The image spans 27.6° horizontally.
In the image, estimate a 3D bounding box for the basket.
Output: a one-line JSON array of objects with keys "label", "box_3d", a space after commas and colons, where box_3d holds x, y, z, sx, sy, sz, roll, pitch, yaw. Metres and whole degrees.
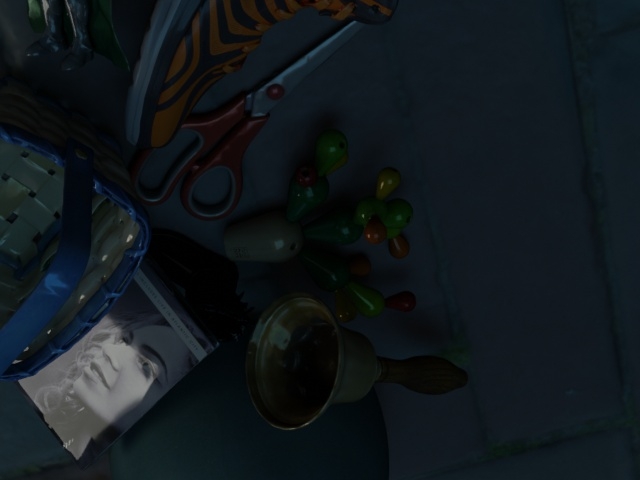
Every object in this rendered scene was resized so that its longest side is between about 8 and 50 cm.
[{"label": "basket", "box_3d": [-0.259, 0.016, 1.069, 0.201, 0.289, 0.255, 34, 118, -23]}]

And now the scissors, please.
[{"label": "scissors", "box_3d": [-0.061, -0.127, 1.160, 0.109, 0.021, 0.297, 28, 119, -24]}]

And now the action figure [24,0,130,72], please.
[{"label": "action figure", "box_3d": [-0.209, -0.251, 1.002, 0.063, 0.137, 0.232, -29, 128, -40]}]

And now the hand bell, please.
[{"label": "hand bell", "box_3d": [0.059, 0.127, 1.253, 0.242, 0.126, 0.126, 13, 126, -43]}]

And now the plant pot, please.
[{"label": "plant pot", "box_3d": [-0.050, 0.251, 1.297, 0.290, 0.195, 0.290, -9, 120, -16]}]

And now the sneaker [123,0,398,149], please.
[{"label": "sneaker", "box_3d": [-0.038, -0.184, 1.043, 0.180, 0.124, 0.321, 21, 124, -12]}]

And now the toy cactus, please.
[{"label": "toy cactus", "box_3d": [0.000, 0.000, 1.225, 0.181, 0.112, 0.219, -8, 138, 11]}]

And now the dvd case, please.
[{"label": "dvd case", "box_3d": [-0.212, 0.097, 1.230, 0.221, 0.018, 0.164, -43, 82, 29]}]

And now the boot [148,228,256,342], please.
[{"label": "boot", "box_3d": [-0.122, 0.044, 1.229, 0.121, 0.099, 0.045, 23, 118, -23]}]
